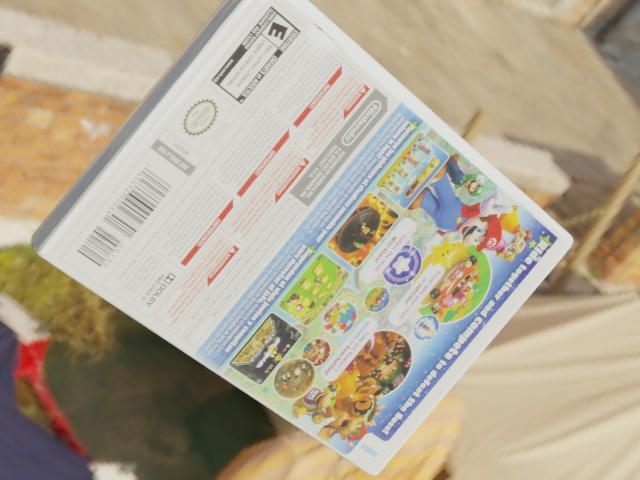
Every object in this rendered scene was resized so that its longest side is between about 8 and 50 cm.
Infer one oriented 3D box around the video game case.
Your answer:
[{"bbox_3d":[0.000,0.000,0.372,0.122,0.087,0.011,38,4,-31],"label":"video game case"}]
